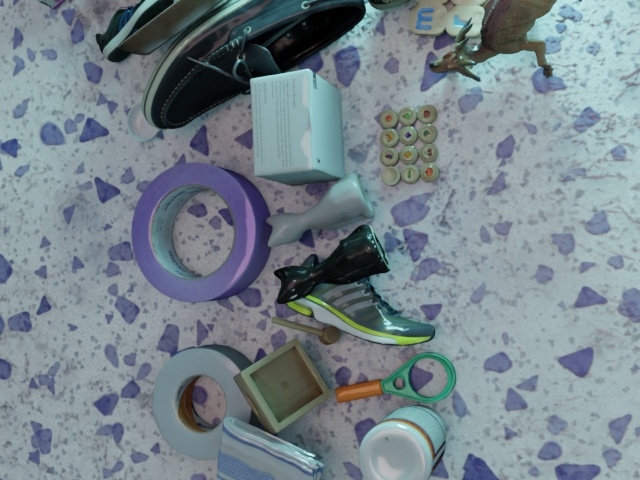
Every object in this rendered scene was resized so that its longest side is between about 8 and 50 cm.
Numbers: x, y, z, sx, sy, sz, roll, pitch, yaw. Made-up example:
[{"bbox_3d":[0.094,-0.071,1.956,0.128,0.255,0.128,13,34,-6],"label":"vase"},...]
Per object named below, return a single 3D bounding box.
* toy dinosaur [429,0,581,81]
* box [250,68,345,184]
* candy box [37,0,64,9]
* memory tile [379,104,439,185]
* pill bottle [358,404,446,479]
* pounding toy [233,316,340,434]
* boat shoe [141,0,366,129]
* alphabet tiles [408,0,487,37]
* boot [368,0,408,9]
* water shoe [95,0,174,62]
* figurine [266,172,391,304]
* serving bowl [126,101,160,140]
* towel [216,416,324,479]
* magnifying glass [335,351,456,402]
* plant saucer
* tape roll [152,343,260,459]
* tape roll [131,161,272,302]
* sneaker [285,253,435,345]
[{"bbox_3d":[0.310,-0.373,1.256,0.200,0.296,0.127,-10,53,-19],"label":"toy dinosaur"},{"bbox_3d":[-0.039,-0.202,1.384,0.118,0.182,0.181,-4,86,20],"label":"box"},{"bbox_3d":[-0.608,-0.656,1.650,0.159,0.071,0.234,-36,77,14],"label":"candy box"},{"bbox_3d":[0.166,-0.179,1.403,0.113,0.012,0.148,-3,87,19],"label":"memory tile"},{"bbox_3d":[0.149,0.352,1.279,0.121,0.221,0.121,-1,88,18],"label":"pill bottle"},{"bbox_3d":[-0.057,0.233,1.416,0.206,0.094,0.181,-30,84,-23],"label":"pounding toy"},{"bbox_3d":[-0.130,-0.357,1.423,0.500,0.187,0.156,-34,72,9],"label":"boat shoe"},{"bbox_3d":[0.250,-0.520,1.383,0.277,0.021,0.284,8,91,18],"label":"alphabet tiles"},{"bbox_3d":[0.169,-0.497,1.302,0.236,0.178,0.085,-22,81,17],"label":"boot"},{"bbox_3d":[-0.399,-0.470,1.572,0.203,0.073,0.080,-41,74,12],"label":"water shoe"},{"bbox_3d":[0.000,0.000,1.368,0.209,0.092,0.215,-22,50,11],"label":"figurine"},{"bbox_3d":[-0.367,-0.250,1.576,0.083,0.027,0.084,-1,87,19],"label":"serving bowl"},{"bbox_3d":[-0.110,0.478,1.403,0.209,0.034,0.285,21,120,18],"label":"towel"},{"bbox_3d":[0.138,0.268,1.390,0.230,0.026,0.092,-15,83,18],"label":"magnifying glass"},{"bbox_3d":[-0.251,-0.445,1.429,0.310,0.311,0.050,-32,109,15],"label":"plant saucer"},{"bbox_3d":[-0.223,0.320,1.485,0.219,0.072,0.219,-1,87,18],"label":"tape roll"},{"bbox_3d":[-0.238,-0.015,1.493,0.274,0.090,0.275,-1,87,18],"label":"tape roll"},{"bbox_3d":[0.072,0.113,1.377,0.299,0.111,0.121,19,90,16],"label":"sneaker"}]
